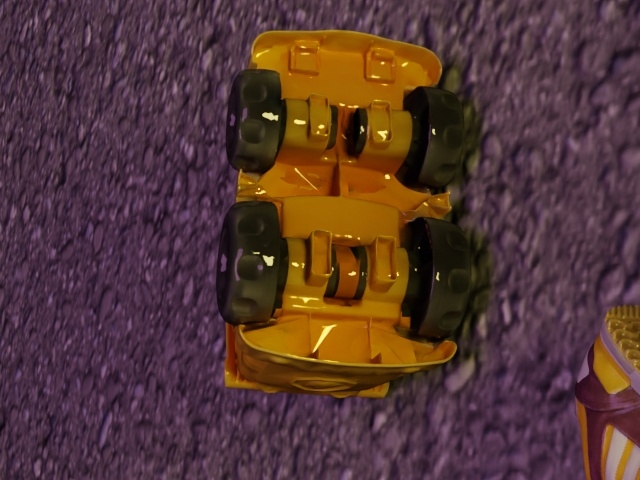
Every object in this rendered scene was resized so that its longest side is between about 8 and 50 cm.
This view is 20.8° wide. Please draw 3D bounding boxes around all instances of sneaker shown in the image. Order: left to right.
[{"bbox_3d":[0.174,0.118,0.841,0.185,0.069,0.084,-105,26,-49],"label":"sneaker"}]

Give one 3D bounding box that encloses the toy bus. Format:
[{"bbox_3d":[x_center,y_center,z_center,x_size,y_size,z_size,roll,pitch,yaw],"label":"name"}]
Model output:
[{"bbox_3d":[0.000,0.000,1.147,0.211,0.149,0.220,122,150,-67],"label":"toy bus"}]
